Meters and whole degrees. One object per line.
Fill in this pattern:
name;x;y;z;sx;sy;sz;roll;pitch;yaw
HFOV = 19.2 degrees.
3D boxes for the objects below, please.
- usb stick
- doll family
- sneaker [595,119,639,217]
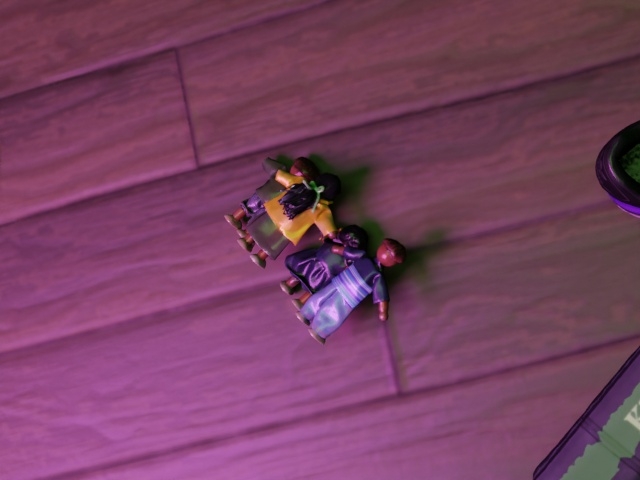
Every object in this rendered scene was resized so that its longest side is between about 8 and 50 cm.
usb stick;0.281;0.124;1.560;0.077;0.045;0.278;41;97;20
doll family;0.000;0.000;1.661;0.111;0.076;0.193;-40;78;6
sneaker;0.359;-0.060;1.500;0.293;0.146;0.102;-4;82;19
